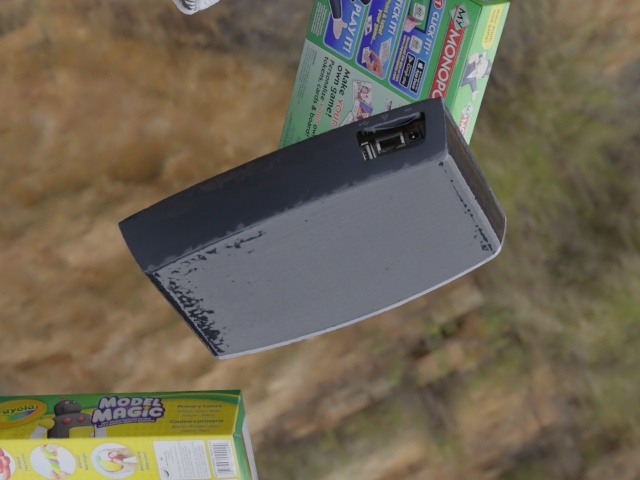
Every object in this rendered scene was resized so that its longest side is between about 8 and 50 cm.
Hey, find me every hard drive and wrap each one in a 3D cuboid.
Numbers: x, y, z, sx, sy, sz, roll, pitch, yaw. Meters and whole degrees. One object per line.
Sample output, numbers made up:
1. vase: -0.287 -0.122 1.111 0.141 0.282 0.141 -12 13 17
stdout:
1. hard drive: 0.000 0.000 1.404 0.254 0.054 0.172 -21 140 11

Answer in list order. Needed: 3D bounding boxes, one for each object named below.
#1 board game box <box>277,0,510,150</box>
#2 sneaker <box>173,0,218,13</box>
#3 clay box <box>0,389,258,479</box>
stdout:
1. board game box: 0.062 -0.140 1.963 0.046 0.213 0.317 -15 129 -45
2. sneaker: -0.105 -0.388 2.008 0.137 0.210 0.366 -35 -179 -29
3. clay box: -0.158 0.168 1.350 0.222 0.053 0.127 -1 128 9
